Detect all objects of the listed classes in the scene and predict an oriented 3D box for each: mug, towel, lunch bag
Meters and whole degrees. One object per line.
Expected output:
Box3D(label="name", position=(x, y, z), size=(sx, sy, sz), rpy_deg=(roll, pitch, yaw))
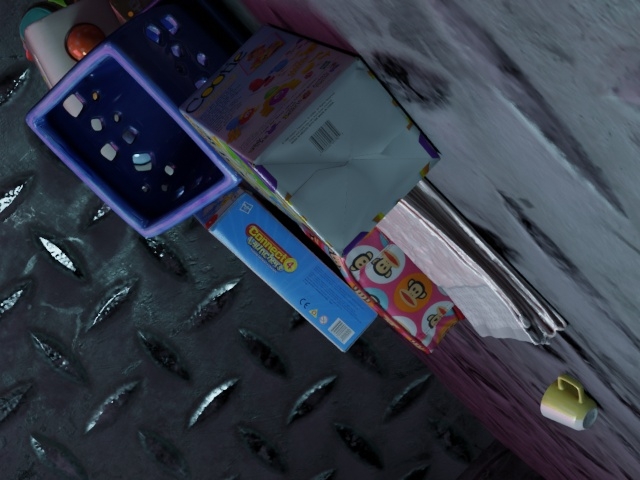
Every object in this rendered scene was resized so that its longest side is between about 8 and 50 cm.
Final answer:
Box3D(label="mug", position=(0.347, 0.229, 1.589), size=(0.064, 0.062, 0.078), rpy_deg=(31, 175, 42))
Box3D(label="towel", position=(0.143, 0.006, 1.432), size=(0.317, 0.053, 0.332), rpy_deg=(45, 176, -2))
Box3D(label="lunch bag", position=(0.084, 0.032, 1.837), size=(0.293, 0.120, 0.258), rpy_deg=(46, 177, -29))

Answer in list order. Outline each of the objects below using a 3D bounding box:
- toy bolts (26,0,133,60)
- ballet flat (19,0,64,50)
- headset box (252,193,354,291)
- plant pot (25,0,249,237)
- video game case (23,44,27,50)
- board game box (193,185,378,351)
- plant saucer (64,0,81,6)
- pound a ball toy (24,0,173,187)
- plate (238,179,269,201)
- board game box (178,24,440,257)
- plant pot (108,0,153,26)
Box3D(label="toy bolts", position=(-0.466, -0.450, 2.235), size=(0.218, 0.228, 0.158), rpy_deg=(22, -143, -31))
Box3D(label="ballet flat", position=(-0.323, -0.253, 1.801), size=(0.348, 0.123, 0.123), rpy_deg=(40, 175, 11))
Box3D(label="headset box", position=(0.022, -0.015, 2.071), size=(0.293, 0.110, 0.218), rpy_deg=(46, 177, -8))
Box3D(label="plant pot", position=(-0.196, -0.179, 1.474), size=(0.236, 0.212, 0.236), rpy_deg=(45, 138, -17))
Box3D(label="video game case", position=(-0.405, -0.330, 2.334), size=(0.300, 0.036, 0.329), rpy_deg=(-6, -141, -37))
Box3D(label="board game box", position=(-0.078, 0.023, 1.924), size=(0.308, 0.086, 0.302), rpy_deg=(43, 178, -20))
Box3D(label="plant saucer", position=(-0.411, -0.477, 1.717), size=(0.277, 0.041, 0.278), rpy_deg=(59, 167, 22))
Box3D(label="pound a ball toy", position=(-0.277, -0.238, 1.634), size=(0.319, 0.208, 0.136), rpy_deg=(64, 165, -4))
Box3D(label="plate", position=(-0.191, -0.193, 1.880), size=(0.278, 0.045, 0.277), rpy_deg=(40, 168, 46))
Box3D(label="board game box", position=(-0.021, -0.113, 1.200), size=(0.142, 0.144, 0.275), rpy_deg=(46, 177, -27))
Box3D(label="plant pot", position=(-0.302, -0.374, 1.810), size=(0.109, 0.109, 0.096), rpy_deg=(47, 166, -31))
